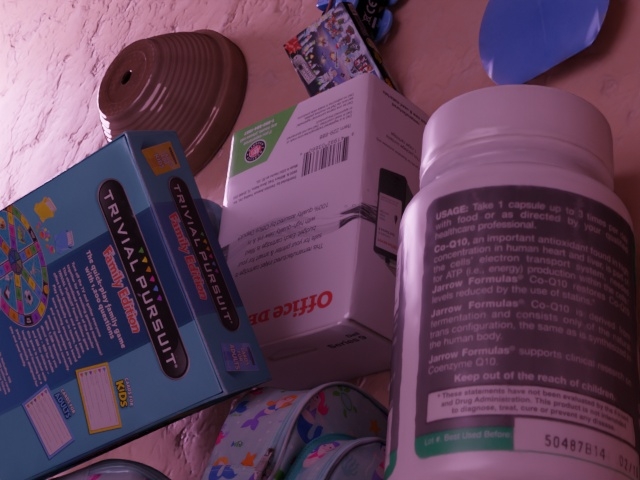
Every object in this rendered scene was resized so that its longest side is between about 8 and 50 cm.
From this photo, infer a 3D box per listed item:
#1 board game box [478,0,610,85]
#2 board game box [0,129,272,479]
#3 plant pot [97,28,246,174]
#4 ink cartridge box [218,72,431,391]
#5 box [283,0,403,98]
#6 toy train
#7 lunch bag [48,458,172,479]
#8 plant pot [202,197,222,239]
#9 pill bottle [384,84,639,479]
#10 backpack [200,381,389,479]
[{"bbox_3d":[0.238,-0.225,1.363,0.168,0.033,0.133,-29,52,39],"label":"board game box"},{"bbox_3d":[-0.235,0.079,1.280,0.336,0.079,0.254,-26,81,31],"label":"board game box"},{"bbox_3d":[-0.218,-0.192,1.767,0.237,0.109,0.237,-25,49,33],"label":"plant pot"},{"bbox_3d":[0.000,0.000,1.397,0.211,0.121,0.289,-19,53,39],"label":"ink cartridge box"},{"bbox_3d":[0.026,-0.190,1.512,0.094,0.027,0.137,-33,79,29],"label":"box"},{"bbox_3d":[0.047,-0.306,1.586,0.105,0.080,0.184,-4,65,56],"label":"toy train"},{"bbox_3d":[-0.221,0.340,1.341,0.279,0.224,0.108,-26,33,33],"label":"lunch bag"},{"bbox_3d":[-0.221,0.099,1.476,0.293,0.293,0.196,-27,73,33],"label":"plant pot"},{"bbox_3d":[0.163,0.062,1.117,0.204,0.204,0.361,-19,53,38],"label":"pill bottle"},{"bbox_3d":[-0.001,0.251,1.159,0.191,0.225,0.253,-16,42,40],"label":"backpack"}]
